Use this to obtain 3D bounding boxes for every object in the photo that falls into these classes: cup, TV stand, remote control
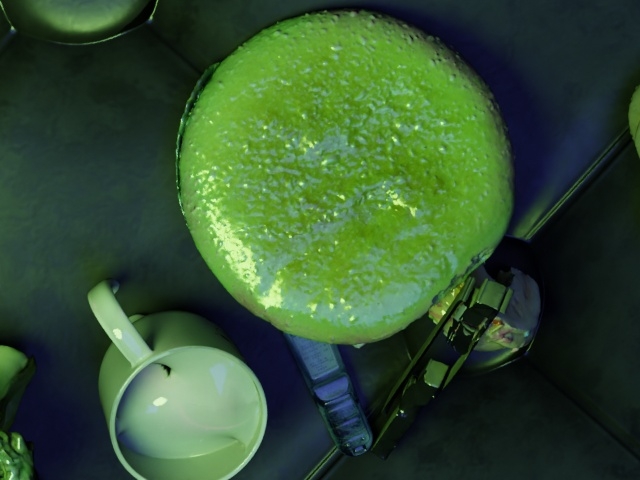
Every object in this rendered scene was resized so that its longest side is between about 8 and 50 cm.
[{"bbox_3d":[-0.144,0.121,1.440,0.174,0.142,0.134,22,101,-22],"label":"cup"},{"bbox_3d":[0.102,0.119,1.500,0.042,0.036,0.249,28,135,-1],"label":"TV stand"},{"bbox_3d":[0.011,0.138,1.555,0.044,0.027,0.152,-23,111,2],"label":"remote control"}]

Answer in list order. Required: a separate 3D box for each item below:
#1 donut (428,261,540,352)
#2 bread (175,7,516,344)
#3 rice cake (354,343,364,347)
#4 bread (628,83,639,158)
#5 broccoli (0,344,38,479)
[{"bbox_3d":[0.137,0.050,1.523,0.065,0.108,0.166,-32,123,30],"label":"donut"},{"bbox_3d":[0.024,-0.062,1.429,0.301,0.045,0.301,1,86,-8],"label":"bread"},{"bbox_3d":[0.001,0.000,1.497,0.080,0.042,0.221,-39,114,-6],"label":"rice cake"},{"bbox_3d":[0.415,-0.036,1.575,0.337,0.102,0.183,27,103,-25],"label":"bread"},{"bbox_3d":[-0.333,0.162,1.358,0.288,0.245,0.248,9,139,16],"label":"broccoli"}]
